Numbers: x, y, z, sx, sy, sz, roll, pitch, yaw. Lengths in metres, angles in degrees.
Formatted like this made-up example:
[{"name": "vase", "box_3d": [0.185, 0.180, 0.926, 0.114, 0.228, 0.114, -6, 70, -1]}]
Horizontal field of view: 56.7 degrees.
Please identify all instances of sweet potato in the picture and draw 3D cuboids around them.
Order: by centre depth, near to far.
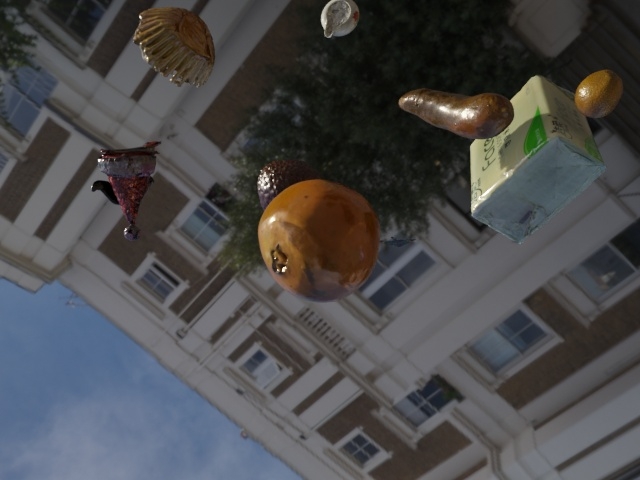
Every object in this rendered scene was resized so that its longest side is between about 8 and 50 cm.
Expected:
[{"name": "sweet potato", "box_3d": [0.277, -0.261, 1.214, 0.097, 0.097, 0.292, 25, 180, -38]}]

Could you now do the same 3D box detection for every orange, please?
[{"name": "orange", "box_3d": [0.491, -0.258, 1.045, 0.085, 0.085, 0.085, 36, -154, -20]}, {"name": "orange", "box_3d": [0.000, 0.000, 1.461, 0.312, 0.312, 0.312, 36, -154, -20]}]

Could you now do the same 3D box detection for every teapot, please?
[{"name": "teapot", "box_3d": [0.078, -0.844, 2.220, 0.145, 0.226, 0.092, 17, 175, 16]}]

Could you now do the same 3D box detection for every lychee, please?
[{"name": "lychee", "box_3d": [-0.108, -0.180, 2.194, 0.261, 0.260, 0.260, 36, -154, -20]}]

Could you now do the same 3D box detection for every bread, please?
[{"name": "bread", "box_3d": [-0.420, -0.587, 1.769, 0.274, 0.149, 0.274, 41, -150, -29]}]

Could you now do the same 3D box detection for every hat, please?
[{"name": "hat", "box_3d": [-0.437, -0.113, 1.380, 0.129, 0.227, 0.140, 8, -164, 32]}]

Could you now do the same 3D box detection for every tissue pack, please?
[{"name": "tissue pack", "box_3d": [0.602, -0.243, 1.715, 0.205, 0.331, 0.405, 31, -143, -10]}]

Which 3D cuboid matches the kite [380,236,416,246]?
[{"name": "kite", "box_3d": [0.229, 0.004, 1.769, 0.090, 0.122, 0.004, 41, -131, -60]}]
